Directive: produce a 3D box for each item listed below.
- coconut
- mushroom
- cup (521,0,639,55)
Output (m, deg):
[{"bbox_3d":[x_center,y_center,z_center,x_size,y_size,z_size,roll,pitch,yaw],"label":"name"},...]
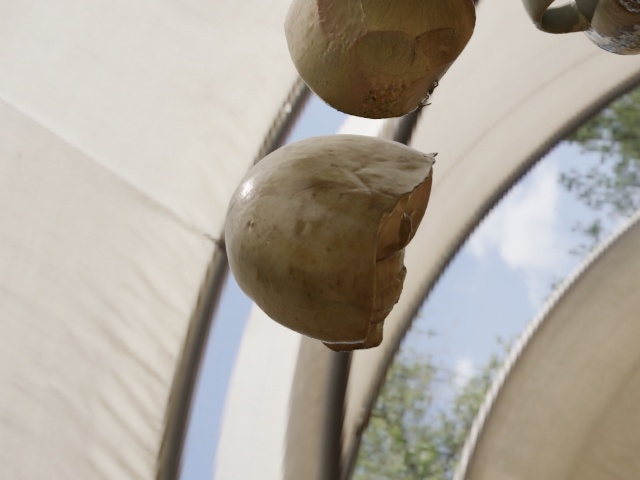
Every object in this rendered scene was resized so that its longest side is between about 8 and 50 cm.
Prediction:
[{"bbox_3d":[0.058,-0.202,1.176,0.171,0.171,0.183,-58,3,-35],"label":"coconut"},{"bbox_3d":[0.000,0.000,1.298,0.253,0.189,0.195,-52,-23,-52],"label":"mushroom"},{"bbox_3d":[0.375,-0.323,1.608,0.301,0.227,0.257,-26,-18,-13],"label":"cup"}]
